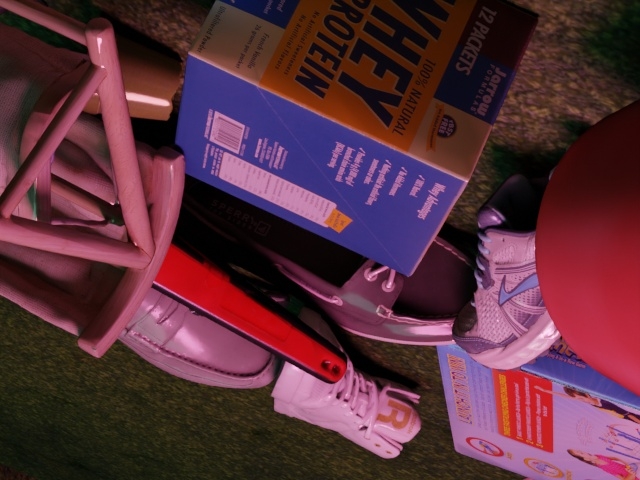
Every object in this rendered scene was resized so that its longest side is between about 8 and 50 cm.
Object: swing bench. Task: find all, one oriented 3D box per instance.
[{"bbox_3d":[-0.249,-0.075,1.192,0.253,0.165,0.254,27,165,22],"label":"swing bench"}]

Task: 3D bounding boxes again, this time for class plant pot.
[{"bbox_3d":[0.274,0.005,1.015,0.275,0.275,0.243,32,169,-19],"label":"plant pot"},{"bbox_3d":[-0.159,-0.134,1.387,0.079,0.083,0.083,16,160,-8],"label":"plant pot"}]

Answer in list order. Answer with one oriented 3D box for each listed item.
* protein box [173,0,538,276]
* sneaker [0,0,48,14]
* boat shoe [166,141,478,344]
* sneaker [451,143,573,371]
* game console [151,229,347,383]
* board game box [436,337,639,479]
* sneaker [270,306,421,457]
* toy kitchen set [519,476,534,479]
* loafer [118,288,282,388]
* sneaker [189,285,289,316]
[{"bbox_3d":[0.017,-0.101,1.179,0.201,0.136,0.200,25,158,1],"label":"protein box"},{"bbox_3d":[-0.319,-0.243,1.253,0.269,0.101,0.153,25,156,-7],"label":"sneaker"},{"bbox_3d":[0.000,0.000,1.469,0.335,0.112,0.095,22,163,16],"label":"boat shoe"},{"bbox_3d":[0.171,0.005,1.314,0.122,0.110,0.283,35,144,-8],"label":"sneaker"},{"bbox_3d":[-0.172,0.000,1.547,0.342,0.060,0.386,36,179,-25],"label":"game console"},{"bbox_3d":[0.274,0.165,1.591,0.302,0.086,0.308,19,158,16],"label":"board game box"},{"bbox_3d":[0.037,0.160,1.826,0.169,0.108,0.292,21,168,5],"label":"sneaker"},{"bbox_3d":[0.253,0.243,1.828,0.075,0.083,0.068,89,155,-66],"label":"toy kitchen set"},{"bbox_3d":[-0.190,0.072,1.837,0.319,0.112,0.111,23,167,5],"label":"loafer"},{"bbox_3d":[-0.087,0.057,1.790,0.109,0.043,0.040,2,150,-1],"label":"sneaker"}]
